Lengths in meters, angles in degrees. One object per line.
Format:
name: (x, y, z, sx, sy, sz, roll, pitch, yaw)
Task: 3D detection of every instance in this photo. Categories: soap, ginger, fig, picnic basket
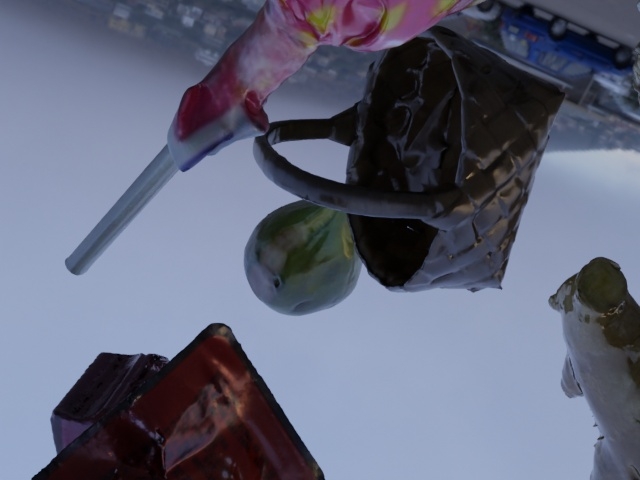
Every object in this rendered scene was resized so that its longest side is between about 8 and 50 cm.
soap: (-0.241, 0.230, 0.934, 0.099, 0.162, 0.250, -4, -164, 7)
ginger: (0.322, 0.214, 0.686, 0.122, 0.363, 0.348, -27, -117, -36)
fig: (0.000, 0.000, 1.176, 0.206, 0.275, 0.206, 19, -132, -22)
picnic basket: (0.073, -0.097, 0.880, 0.337, 0.337, 0.293, 13, -159, -29)

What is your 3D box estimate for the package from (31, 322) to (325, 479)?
package: (-0.134, 0.213, 0.562, 0.269, 0.194, 0.071, -33, -151, -15)

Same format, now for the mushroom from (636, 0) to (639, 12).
mushroom: (0.473, -0.330, 0.949, 0.087, 0.107, 0.333, 46, -134, -2)

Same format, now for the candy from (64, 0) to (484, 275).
candy: (-0.049, -0.083, 0.384, 0.124, 0.365, 0.124, 31, -142, -28)

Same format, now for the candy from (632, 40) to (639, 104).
candy: (0.274, -0.117, 0.493, 0.095, 0.110, 0.085, 63, 177, 11)
